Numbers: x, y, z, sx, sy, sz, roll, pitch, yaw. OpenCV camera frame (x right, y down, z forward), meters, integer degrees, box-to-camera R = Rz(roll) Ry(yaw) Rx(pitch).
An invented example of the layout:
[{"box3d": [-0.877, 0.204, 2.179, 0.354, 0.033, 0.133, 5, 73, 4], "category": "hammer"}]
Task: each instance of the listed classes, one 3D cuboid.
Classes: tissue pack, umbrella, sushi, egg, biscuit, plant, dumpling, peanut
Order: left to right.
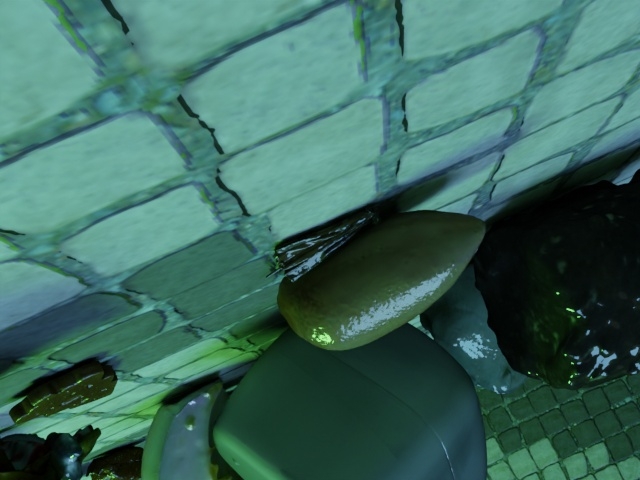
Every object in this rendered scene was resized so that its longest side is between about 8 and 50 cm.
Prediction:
[{"box3d": [-0.184, 0.112, 0.562, 0.082, 0.016, 0.092, -33, 165, 13], "category": "biscuit"}, {"box3d": [-0.303, 0.344, 1.134, 0.060, 0.062, 0.118, -22, 148, 28], "category": "sushi"}, {"box3d": [-0.130, 0.285, 0.927, 0.271, 0.206, 0.161, 32, 165, -35], "category": "egg"}, {"box3d": [0.001, 0.001, 0.469, 0.083, 0.020, 0.031, -26, 127, 6], "category": "umbrella"}, {"box3d": [0.052, 0.228, 0.779, 0.236, 0.229, 0.333, -42, 142, -26], "category": "tissue pack"}, {"box3d": [0.041, 0.023, 0.497, 0.152, 0.076, 0.076, -26, 166, 16], "category": "peanut"}, {"box3d": [0.195, 0.092, 0.885, 0.216, 0.149, 0.104, -21, -153, -40], "category": "dumpling"}, {"box3d": [0.271, 0.031, 0.696, 0.234, 0.204, 0.178, -22, -171, -19], "category": "plant"}]

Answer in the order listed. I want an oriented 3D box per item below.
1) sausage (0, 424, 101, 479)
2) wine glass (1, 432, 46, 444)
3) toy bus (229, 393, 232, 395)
[{"box3d": [-0.262, 0.158, 0.376, 0.317, 0.117, 0.125, -15, 177, -33], "category": "sausage"}, {"box3d": [-0.333, 0.257, 0.667, 0.231, 0.103, 0.103, -28, 166, 25], "category": "wine glass"}, {"box3d": [-0.156, 0.328, 1.189, 0.123, 0.121, 0.335, -30, 169, -28], "category": "toy bus"}]
